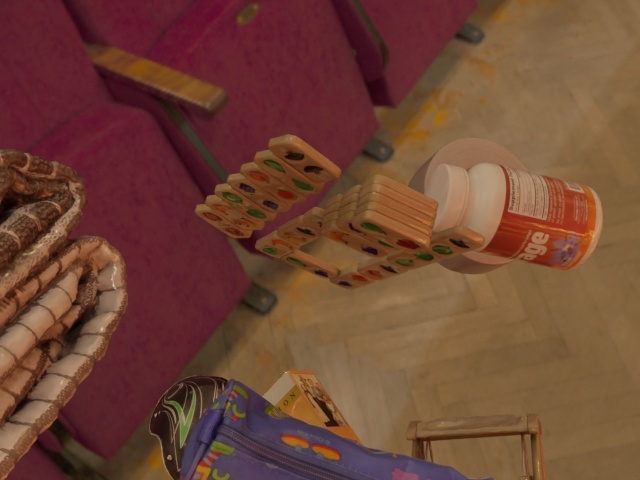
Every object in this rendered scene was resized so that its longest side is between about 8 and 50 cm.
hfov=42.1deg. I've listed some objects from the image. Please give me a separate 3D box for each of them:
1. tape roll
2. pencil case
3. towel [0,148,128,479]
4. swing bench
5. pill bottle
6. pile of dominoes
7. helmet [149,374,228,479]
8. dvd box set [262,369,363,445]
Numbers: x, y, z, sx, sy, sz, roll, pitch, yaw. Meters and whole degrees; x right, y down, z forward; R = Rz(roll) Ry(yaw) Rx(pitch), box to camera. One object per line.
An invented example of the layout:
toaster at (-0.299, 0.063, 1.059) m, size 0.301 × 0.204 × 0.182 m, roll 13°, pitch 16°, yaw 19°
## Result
tape roll at (0.254, -0.056, 1.376) m, size 0.219 × 0.072 × 0.219 m, roll 7°, pitch 70°, yaw -19°
pencil case at (0.021, 0.234, 0.778) m, size 0.306 × 0.133 × 0.119 m, roll 21°, pitch 59°, yaw 1°
towel at (-0.249, 0.072, 0.357) m, size 0.235 × 0.121 × 0.283 m, roll -15°, pitch 22°, yaw 25°
swing bench at (0.305, 0.446, 1.610) m, size 0.254 × 0.165 × 0.254 m, roll -8°, pitch 51°, yaw 15°
pill bottle at (0.252, -0.036, 1.111) m, size 0.216 × 0.121 × 0.121 m, roll 11°, pitch 50°, yaw -13°
pile of dominoes at (0.000, 0.000, 0.721) m, size 0.196 × 0.251 × 0.040 m, roll 24°, pitch 68°, yaw -20°
helmet at (-0.186, 0.311, 1.353) m, size 0.169 × 0.169 × 0.161 m, roll -29°, pitch 30°, yaw -17°
dvd box set at (-0.010, 0.403, 0.935) m, size 0.307 × 0.062 × 0.420 m, roll -47°, pitch 58°, yaw 17°
